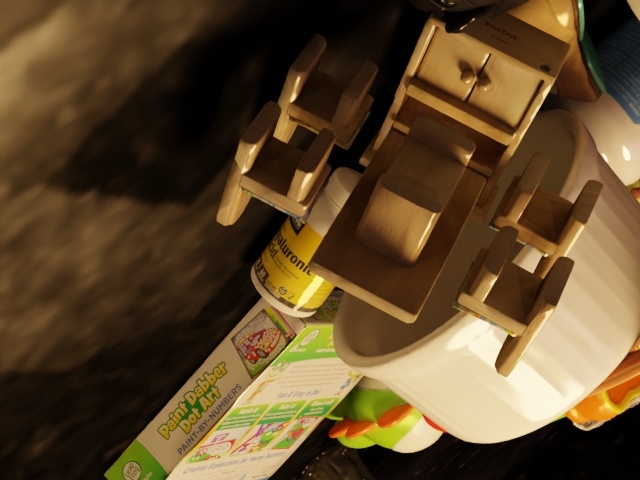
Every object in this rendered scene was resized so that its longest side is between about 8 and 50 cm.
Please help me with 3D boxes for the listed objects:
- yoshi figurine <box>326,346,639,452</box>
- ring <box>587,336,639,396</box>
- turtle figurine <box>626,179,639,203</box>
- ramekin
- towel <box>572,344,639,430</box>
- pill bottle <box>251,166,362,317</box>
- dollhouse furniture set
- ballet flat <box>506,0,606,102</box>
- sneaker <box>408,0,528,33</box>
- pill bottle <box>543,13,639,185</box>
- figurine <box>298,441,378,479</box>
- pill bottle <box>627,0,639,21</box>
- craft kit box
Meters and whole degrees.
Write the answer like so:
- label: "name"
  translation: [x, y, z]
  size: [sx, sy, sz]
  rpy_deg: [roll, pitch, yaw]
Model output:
- label: "yoshi figurine"
  translation: [0.159, 0.127, 1.377]
  size: [0.203, 0.204, 0.362]
  rpy_deg: [15, 154, -42]
- label: "ring"
  translation: [0.345, 0.027, 1.098]
  size: [0.336, 0.032, 0.336]
  rpy_deg: [-34, 174, -4]
- label: "turtle figurine"
  translation: [0.347, -0.085, 1.458]
  size: [0.269, 0.087, 0.217]
  rpy_deg: [-46, 177, -42]
- label: "ramekin"
  translation: [0.153, 0.036, 1.086]
  size: [0.277, 0.135, 0.277]
  rpy_deg: [-41, -162, 17]
- label: "towel"
  translation: [0.378, 0.073, 1.480]
  size: [0.283, 0.121, 0.235]
  rpy_deg: [-41, -165, 38]
- label: "pill bottle"
  translation: [0.000, 0.000, 1.029]
  size: [0.065, 0.065, 0.116]
  rpy_deg: [-9, 140, -57]
- label: "dollhouse furniture set"
  translation: [0.066, -0.032, 0.891]
  size: [0.242, 0.212, 0.161]
  rpy_deg: [-58, 174, -41]
- label: "ballet flat"
  translation: [0.184, -0.165, 1.056]
  size: [0.073, 0.080, 0.232]
  rpy_deg: [-17, 161, 13]
- label: "sneaker"
  translation: [0.094, -0.198, 0.760]
  size: [0.130, 0.109, 0.286]
  rpy_deg: [-37, 158, 4]
- label: "pill bottle"
  translation: [0.288, -0.129, 1.215]
  size: [0.221, 0.124, 0.124]
  rpy_deg: [-38, 159, -10]
- label: "figurine"
  translation: [0.043, 0.405, 1.707]
  size: [0.092, 0.209, 0.215]
  rpy_deg: [-25, 154, -39]
- label: "pill bottle"
  translation: [0.317, -0.213, 0.876]
  size: [0.224, 0.224, 0.392]
  rpy_deg: [-49, 169, 17]
- label: "craft kit box"
  translation: [-0.053, 0.150, 1.252]
  size: [0.246, 0.061, 0.250]
  rpy_deg: [-45, 160, 15]
